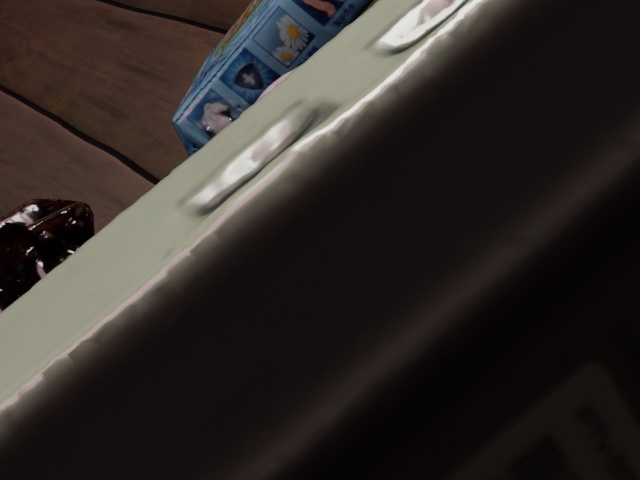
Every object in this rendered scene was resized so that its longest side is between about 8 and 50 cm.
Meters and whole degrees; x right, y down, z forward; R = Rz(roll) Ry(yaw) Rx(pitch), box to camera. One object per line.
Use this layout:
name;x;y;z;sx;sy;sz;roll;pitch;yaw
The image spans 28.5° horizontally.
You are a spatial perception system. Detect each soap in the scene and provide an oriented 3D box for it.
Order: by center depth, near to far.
soap;-0.028;-0.196;1.155;0.293;0.077;0.156;-46;14;28

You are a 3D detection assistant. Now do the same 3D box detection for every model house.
model house;-0.260;0.051;1.086;0.203;0.141;0.164;-38;19;-8

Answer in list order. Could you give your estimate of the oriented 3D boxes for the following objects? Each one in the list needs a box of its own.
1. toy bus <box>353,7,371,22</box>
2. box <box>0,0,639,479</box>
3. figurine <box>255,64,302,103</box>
toy bus;0.126;-0.189;1.033;0.133;0.125;0.292;-9;35;25
box;0.081;0.105;0.412;0.373;0.367;0.090;-40;28;-5
figurine;0.000;-0.001;0.844;0.133;0.200;0.276;-16;61;60
